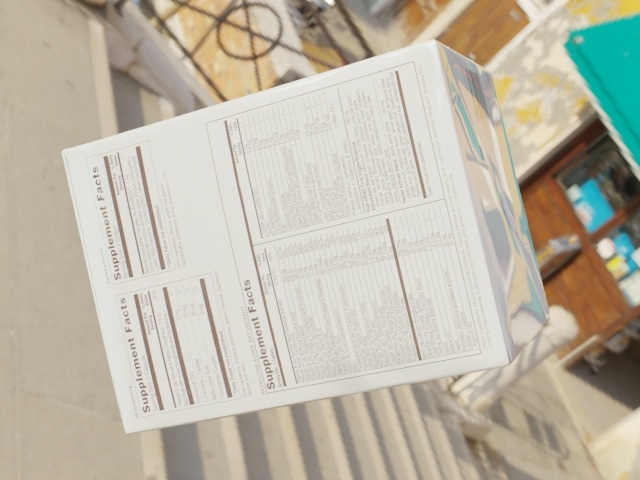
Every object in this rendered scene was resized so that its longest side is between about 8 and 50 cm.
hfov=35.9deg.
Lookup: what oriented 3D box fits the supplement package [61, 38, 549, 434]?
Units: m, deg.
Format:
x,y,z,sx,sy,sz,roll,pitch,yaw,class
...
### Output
x,y,z,sx,sy,sz,roll,pitch,yaw,class
0.000,0.000,0.695,0.199,0.262,0.198,-10,86,-70,supplement package
